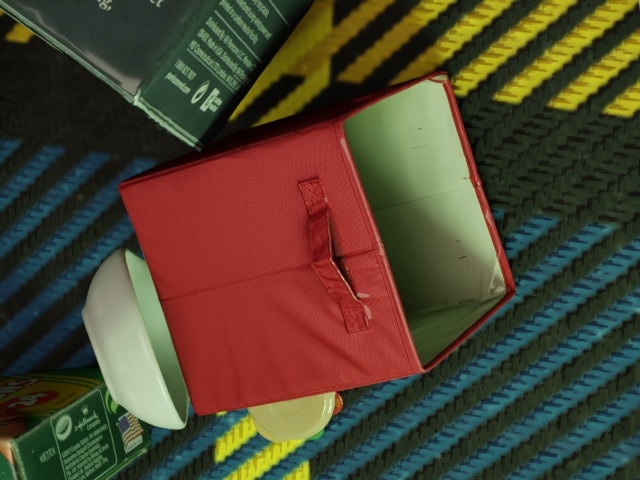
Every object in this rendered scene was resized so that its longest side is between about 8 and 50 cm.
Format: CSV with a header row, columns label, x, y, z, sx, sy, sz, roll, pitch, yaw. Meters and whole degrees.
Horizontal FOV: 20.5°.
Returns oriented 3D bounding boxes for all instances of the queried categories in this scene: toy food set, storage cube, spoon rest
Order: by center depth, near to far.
label,x,y,z,sx,sy,sz,roll,pitch,yaw
storage cube,0.000,0.000,1.287,0.193,0.215,0.183,-14,99,30
spoon rest,-0.132,0.067,1.345,0.084,0.276,0.137,-20,96,-7
toy food set,-0.024,0.123,1.431,0.082,0.020,0.083,-11,99,24

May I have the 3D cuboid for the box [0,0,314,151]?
label,x,y,z,sx,sy,sz,roll,pitch,yaw
box,-0.096,-0.311,1.169,0.293,0.212,0.395,37,91,10

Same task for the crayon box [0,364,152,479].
label,x,y,z,sx,sy,sz,roll,pitch,yaw
crayon box,-0.328,0.181,1.467,0.318,0.202,0.081,-9,100,23
